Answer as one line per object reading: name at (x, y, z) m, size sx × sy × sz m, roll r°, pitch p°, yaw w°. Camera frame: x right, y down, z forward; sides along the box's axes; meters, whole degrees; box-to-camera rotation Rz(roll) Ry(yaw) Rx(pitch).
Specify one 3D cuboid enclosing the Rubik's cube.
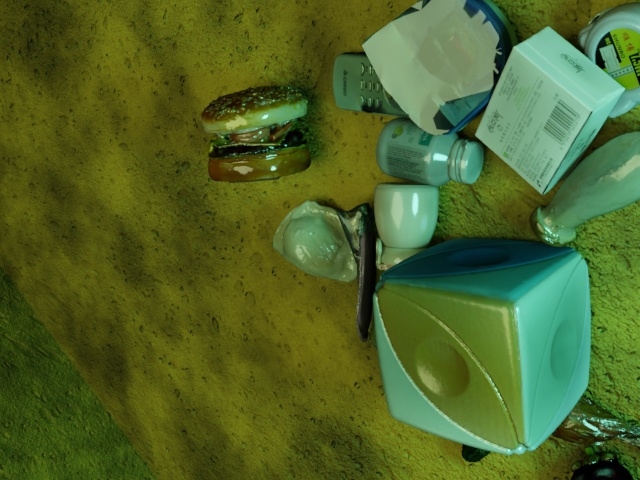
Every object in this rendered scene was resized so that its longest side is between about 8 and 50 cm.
Rubik's cube at (0.344, 0.201, 1.707) m, size 0.352 × 0.351 × 0.348 m, roll 5°, pitch 109°, yaw 37°

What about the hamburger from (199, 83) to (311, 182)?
hamburger at (-0.158, -0.269, 2.029) m, size 0.290 × 0.291 × 0.225 m, roll 2°, pitch 107°, yaw 40°

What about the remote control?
remote control at (0.152, -0.356, 1.863) m, size 0.296 × 0.056 × 0.140 m, roll 15°, pitch 114°, yaw 36°

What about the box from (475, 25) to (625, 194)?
box at (0.431, -0.245, 1.565) m, size 0.194 × 0.111 × 0.260 m, roll 47°, pitch 155°, yaw 19°

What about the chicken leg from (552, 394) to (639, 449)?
chicken leg at (0.618, 0.402, 1.734) m, size 0.304 × 0.093 × 0.113 m, roll 13°, pitch 103°, yaw 33°

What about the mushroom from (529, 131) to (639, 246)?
mushroom at (0.547, -0.104, 1.573) m, size 0.128 × 0.128 × 0.350 m, roll 54°, pitch 136°, yaw 11°

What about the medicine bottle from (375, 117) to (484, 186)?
medicine bottle at (0.243, -0.190, 1.790) m, size 0.215 × 0.135 × 0.135 m, roll 16°, pitch 116°, yaw 32°

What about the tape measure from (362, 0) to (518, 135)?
tape measure at (0.263, -0.376, 1.663) m, size 0.262 × 0.138 × 0.259 m, roll -39°, pitch 84°, yaw 26°

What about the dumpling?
dumpling at (0.000, 0.000, 2.094) m, size 0.252 × 0.131 × 0.179 m, roll 29°, pitch 100°, yaw 19°

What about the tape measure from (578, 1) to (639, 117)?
tape measure at (0.574, -0.335, 1.474) m, size 0.178 × 0.105 × 0.196 m, roll -9°, pitch 106°, yaw 54°

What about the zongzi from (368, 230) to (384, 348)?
zongzi at (0.157, 0.135, 2.014) m, size 0.256 × 0.115 × 0.228 m, roll 55°, pitch 136°, yaw 20°

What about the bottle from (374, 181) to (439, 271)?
bottle at (0.196, -0.013, 1.867) m, size 0.147 × 0.147 × 0.237 m, roll 6°, pitch 99°, yaw 40°

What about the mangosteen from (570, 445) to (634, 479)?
mangosteen at (0.606, 0.520, 1.767) m, size 0.137 × 0.137 × 0.151 m, roll -41°, pitch 46°, yaw 42°

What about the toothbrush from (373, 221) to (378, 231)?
toothbrush at (0.193, 0.009, 1.996) m, size 0.219 × 0.016 × 0.019 m, roll 38°, pitch 119°, yaw 25°

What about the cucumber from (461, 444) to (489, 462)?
cucumber at (0.408, 0.456, 1.938) m, size 0.077 × 0.077 × 0.265 m, roll 49°, pitch 130°, yaw 15°

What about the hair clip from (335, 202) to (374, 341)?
hair clip at (0.104, 0.076, 2.020) m, size 0.110 × 0.095 × 0.359 m, roll -140°, pitch 40°, yaw -68°
